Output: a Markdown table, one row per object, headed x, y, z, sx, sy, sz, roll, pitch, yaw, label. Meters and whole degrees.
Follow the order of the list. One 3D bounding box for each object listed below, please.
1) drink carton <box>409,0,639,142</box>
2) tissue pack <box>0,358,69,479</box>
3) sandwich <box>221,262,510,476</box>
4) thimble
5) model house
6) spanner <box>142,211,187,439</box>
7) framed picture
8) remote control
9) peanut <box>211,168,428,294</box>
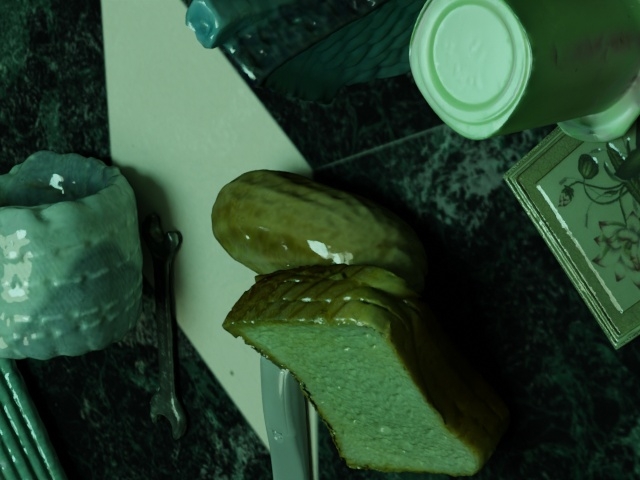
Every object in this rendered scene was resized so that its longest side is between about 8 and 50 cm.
| x | y | z | sx | sy | sz | roll | pitch | yaw | label |
| --- | --- | --- | --- | --- | --- | --- | --- | --- | --- |
| 0.150 | -0.139 | 1.150 | 0.146 | 0.142 | 0.144 | 53 | 136 | 23 | drink carton |
| -0.424 | 0.312 | 1.945 | 0.287 | 0.162 | 0.388 | -31 | 83 | 51 | tissue pack |
| 0.044 | 0.114 | 1.369 | 0.186 | 0.065 | 0.215 | -2 | 135 | 44 | sandwich |
| -0.287 | 0.011 | 1.637 | 0.250 | 0.205 | 0.172 | -146 | 48 | -65 | thimble |
| -0.036 | -0.262 | 1.234 | 0.261 | 0.241 | 0.226 | 53 | 139 | 17 | model house |
| -0.164 | 0.092 | 1.684 | 0.054 | 0.015 | 0.254 | 20 | 121 | 40 | spanner |
| 0.248 | -0.038 | 1.197 | 0.173 | 0.010 | 0.231 | 57 | 137 | 12 | framed picture |
| -0.036 | 0.196 | 1.584 | 0.050 | 0.027 | 0.184 | 15 | 118 | 43 | remote control |
| 0.000 | 0.000 | 1.416 | 0.226 | 0.095 | 0.108 | 17 | 151 | 35 | peanut |
